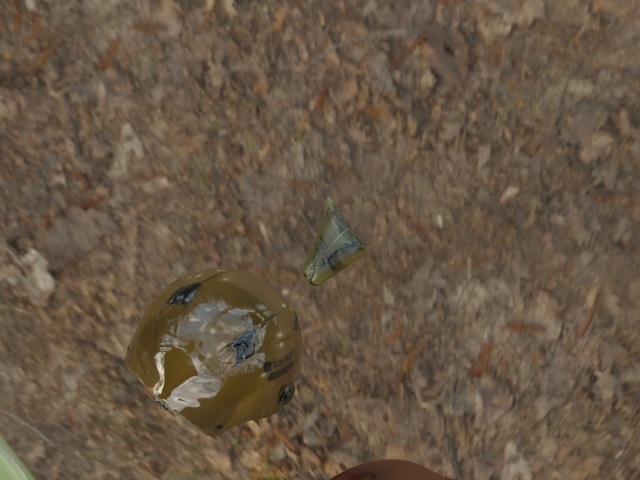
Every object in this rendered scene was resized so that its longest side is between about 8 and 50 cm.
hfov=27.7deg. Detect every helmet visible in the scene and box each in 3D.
[{"bbox_3d":[-0.108,0.108,1.490,0.198,0.130,0.224,42,44,17],"label":"helmet"}]

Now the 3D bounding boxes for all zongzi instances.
[{"bbox_3d":[0.000,0.000,1.435,0.076,0.040,0.083,-34,73,-2],"label":"zongzi"}]

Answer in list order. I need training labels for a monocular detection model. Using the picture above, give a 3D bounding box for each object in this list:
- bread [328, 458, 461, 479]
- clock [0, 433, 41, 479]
[{"bbox_3d":[0.045,0.385,1.329,0.114,0.295,0.327,35,108,46],"label":"bread"},{"bbox_3d":[-0.359,0.189,1.189,0.117,0.286,0.348,-39,108,-16],"label":"clock"}]
